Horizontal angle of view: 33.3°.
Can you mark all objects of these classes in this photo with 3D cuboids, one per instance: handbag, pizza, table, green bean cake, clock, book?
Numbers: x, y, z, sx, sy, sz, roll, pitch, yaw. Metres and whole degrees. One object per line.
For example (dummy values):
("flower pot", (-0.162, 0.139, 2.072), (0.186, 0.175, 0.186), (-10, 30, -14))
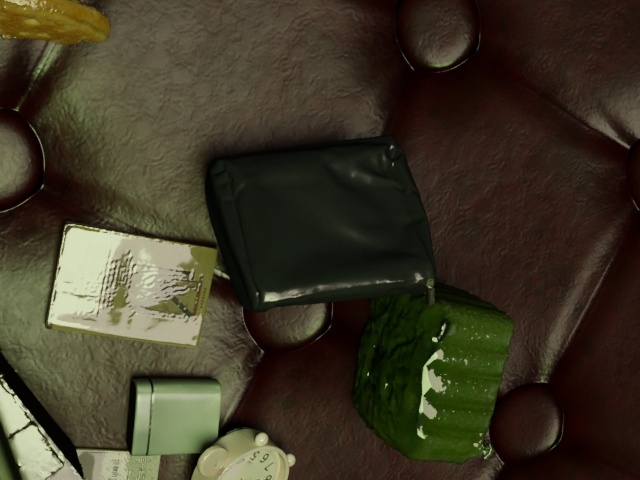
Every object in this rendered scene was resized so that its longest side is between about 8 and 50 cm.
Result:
("handbag", (-0.001, 0.000, 1.554), (0.302, 0.178, 0.275), (-8, 68, -20))
("pizza", (-0.401, -0.310, 1.416), (0.246, 0.127, 0.058), (5, 77, -12))
("table", (-0.453, 0.287, 1.471), (0.169, 0.172, 0.193), (-35, 106, -10))
("green bean cake", (0.161, 0.192, 1.637), (0.156, 0.247, 0.249), (11, 98, -22))
("clock", (-0.124, 0.362, 1.645), (0.155, 0.063, 0.229), (-50, 139, -6))
("book", (-0.337, 0.376, 1.621), (0.182, 0.014, 0.127), (7, 97, -20))
("book", (-0.276, 0.067, 1.575), (0.231, 0.026, 0.161), (10, 97, -21))

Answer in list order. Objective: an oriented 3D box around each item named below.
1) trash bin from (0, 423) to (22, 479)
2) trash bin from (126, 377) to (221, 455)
("trash bin", (-0.467, 0.281, 1.318), (0.164, 0.122, 0.240), (-20, 101, -13))
("trash bin", (-0.222, 0.266, 1.617), (0.130, 0.059, 0.116), (3, 102, -21))
